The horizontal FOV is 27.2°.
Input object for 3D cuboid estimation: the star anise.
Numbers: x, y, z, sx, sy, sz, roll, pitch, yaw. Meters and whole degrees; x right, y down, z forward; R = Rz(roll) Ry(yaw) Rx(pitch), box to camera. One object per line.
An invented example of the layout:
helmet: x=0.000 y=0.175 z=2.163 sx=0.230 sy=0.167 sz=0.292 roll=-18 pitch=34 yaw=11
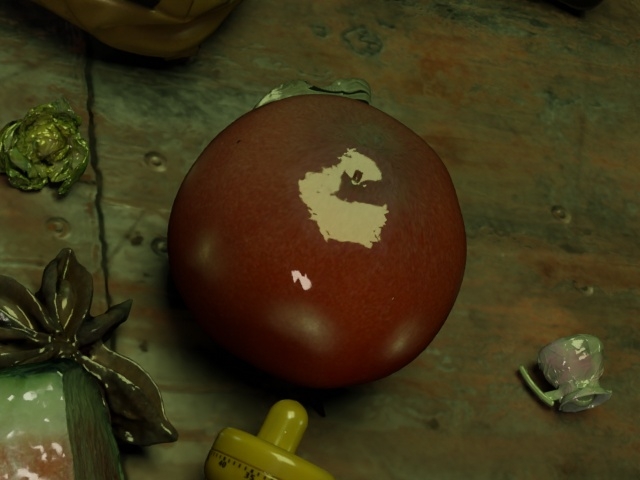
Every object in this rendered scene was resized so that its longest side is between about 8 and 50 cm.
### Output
star anise: x=-0.223 y=0.098 z=1.031 sx=0.197 sy=0.073 sz=0.212 roll=0 pitch=52 yaw=-32

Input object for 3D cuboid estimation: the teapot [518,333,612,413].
teapot: x=0.234 y=0.130 z=1.257 sx=0.083 sy=0.064 sz=0.064 roll=-14 pitch=65 yaw=2

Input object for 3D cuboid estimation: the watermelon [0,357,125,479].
watermelon: x=-0.213 y=0.215 z=0.779 sx=0.283 sy=0.250 sz=0.293 roll=-34 pitch=38 yaw=-15

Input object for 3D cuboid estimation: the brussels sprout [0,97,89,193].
brussels sprout: x=-0.250 y=-0.081 z=1.174 sx=0.085 sy=0.058 sz=0.085 roll=1 pitch=88 yaw=-25

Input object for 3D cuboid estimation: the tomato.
tomato: x=0.000 y=0.000 z=1.129 sx=0.256 sy=0.224 sz=0.255 roll=8 pitch=59 yaw=-14

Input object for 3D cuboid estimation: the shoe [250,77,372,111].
shoe: x=0.001 y=-0.103 z=1.310 sx=0.169 sy=0.071 sz=0.099 roll=-14 pitch=65 yaw=-38

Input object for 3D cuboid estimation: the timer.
timer: x=-0.035 y=0.176 z=1.039 sx=0.107 sy=0.107 sz=0.109 roll=27 pitch=79 yaw=-6

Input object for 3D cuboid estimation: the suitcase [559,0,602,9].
suitcase: x=0.228 y=-0.476 z=1.578 sx=0.434 sy=0.283 sz=0.194 roll=24 pitch=44 yaw=-10

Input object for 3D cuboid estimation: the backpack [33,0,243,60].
backpack: x=-0.197 y=-0.376 z=1.334 sx=0.354 sy=0.201 sz=0.378 roll=27 pitch=50 yaw=-11
